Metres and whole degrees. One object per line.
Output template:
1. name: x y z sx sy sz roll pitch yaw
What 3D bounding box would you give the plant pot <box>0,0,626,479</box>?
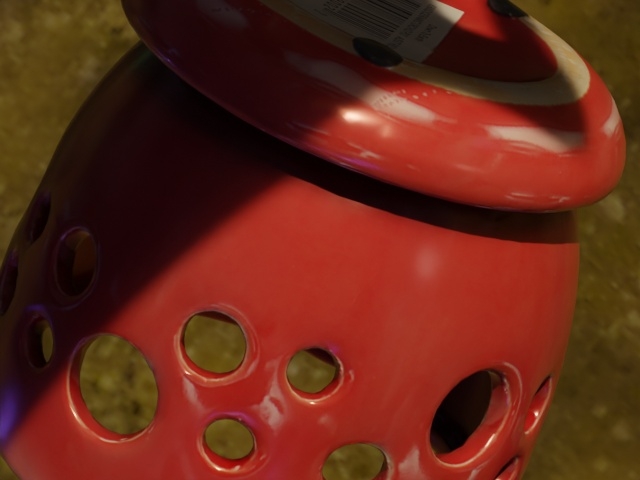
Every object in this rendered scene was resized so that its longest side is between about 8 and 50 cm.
1. plant pot: 0.000 0.000 0.584 0.191 0.191 0.174 50 125 45
